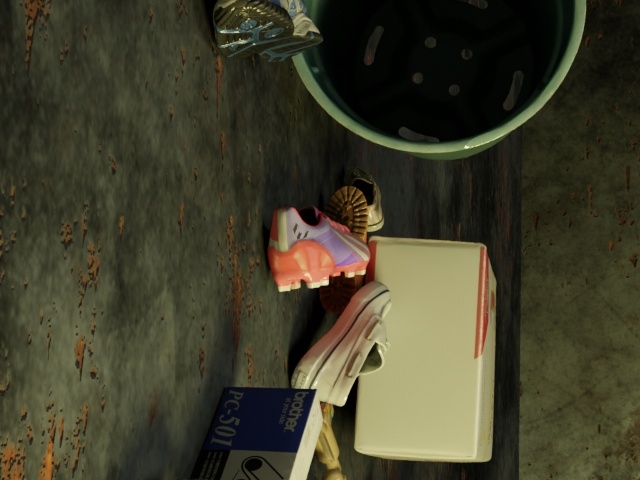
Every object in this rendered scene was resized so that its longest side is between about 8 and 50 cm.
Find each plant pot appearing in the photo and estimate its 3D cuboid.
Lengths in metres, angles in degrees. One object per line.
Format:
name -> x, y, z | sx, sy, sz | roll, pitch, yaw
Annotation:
plant pot -> 0.143, -0.247, 1.902 | 0.334, 0.341, 0.341 | 49, 42, -81

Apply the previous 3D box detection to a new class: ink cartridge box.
ink cartridge box -> -0.066, 0.223, 1.477 | 0.207, 0.097, 0.046 | -72, 157, -52
ink cartridge box -> 0.154, 0.161, 2.125 | 0.385, 0.160, 0.279 | 46, 47, -78

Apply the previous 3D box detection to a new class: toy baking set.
toy baking set -> 0.017, 0.306, 1.826 | 0.256, 0.030, 0.197 | 72, 5, -52

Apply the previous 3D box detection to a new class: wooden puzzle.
wooden puzzle -> 0.007, 0.209, 1.937 | 0.083, 0.006, 0.049 | -76, 159, -44

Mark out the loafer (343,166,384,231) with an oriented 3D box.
loafer -> 0.055, -0.062, 1.992 | 0.125, 0.045, 0.039 | -108, -175, -51

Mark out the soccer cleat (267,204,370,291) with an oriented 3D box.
soccer cleat -> 0.000, 0.000, 1.779 | 0.248, 0.083, 0.095 | -19, 103, -72

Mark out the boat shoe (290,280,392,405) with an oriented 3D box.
boat shoe -> 0.044, 0.131, 1.857 | 0.226, 0.075, 0.083 | -47, 162, -48

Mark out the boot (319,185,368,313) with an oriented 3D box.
boot -> 0.031, 0.010, 1.944 | 0.084, 0.059, 0.158 | -6, 104, -78

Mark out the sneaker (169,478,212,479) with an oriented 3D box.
sneaker -> -0.130, 0.308, 1.275 | 0.297, 0.111, 0.129 | -60, 162, -56

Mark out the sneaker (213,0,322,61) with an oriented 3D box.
sneaker -> -0.065, -0.233, 1.568 | 0.211, 0.080, 0.081 | 1, 67, -76
